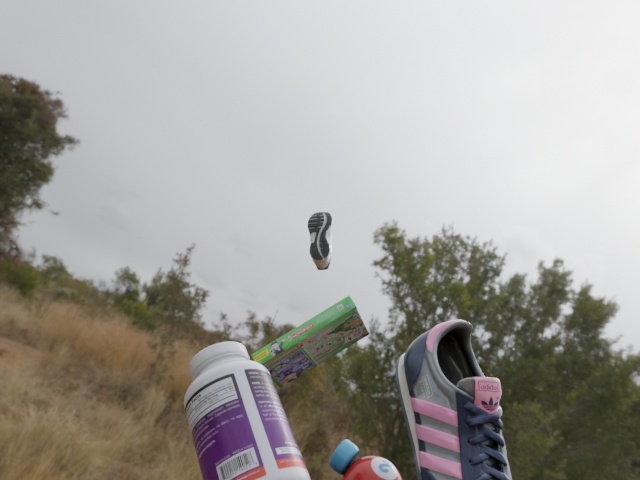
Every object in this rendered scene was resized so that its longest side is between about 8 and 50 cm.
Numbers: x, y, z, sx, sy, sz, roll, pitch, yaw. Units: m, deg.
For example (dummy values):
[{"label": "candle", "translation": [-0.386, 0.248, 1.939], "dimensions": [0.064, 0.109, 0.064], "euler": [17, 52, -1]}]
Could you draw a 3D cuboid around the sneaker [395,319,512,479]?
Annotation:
[{"label": "sneaker", "translation": [0.185, 0.243, 0.659], "dimensions": [0.112, 0.319, 0.131], "euler": [10, -49, -26]}]

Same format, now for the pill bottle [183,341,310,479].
[{"label": "pill bottle", "translation": [-0.153, 0.362, 1.007], "dimensions": [0.181, 0.181, 0.323], "euler": [44, 14, -51]}]

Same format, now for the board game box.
[{"label": "board game box", "translation": [-0.020, 0.299, 1.517], "dimensions": [0.046, 0.317, 0.213], "euler": [58, -4, 35]}]

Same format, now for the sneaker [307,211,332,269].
[{"label": "sneaker", "translation": [0.000, 0.000, 0.832], "dimensions": [0.040, 0.109, 0.044], "euler": [-1, -40, 8]}]

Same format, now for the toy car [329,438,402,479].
[{"label": "toy car", "translation": [0.078, 0.527, 1.045], "dimensions": [0.219, 0.210, 0.238], "euler": [30, -18, 23]}]
